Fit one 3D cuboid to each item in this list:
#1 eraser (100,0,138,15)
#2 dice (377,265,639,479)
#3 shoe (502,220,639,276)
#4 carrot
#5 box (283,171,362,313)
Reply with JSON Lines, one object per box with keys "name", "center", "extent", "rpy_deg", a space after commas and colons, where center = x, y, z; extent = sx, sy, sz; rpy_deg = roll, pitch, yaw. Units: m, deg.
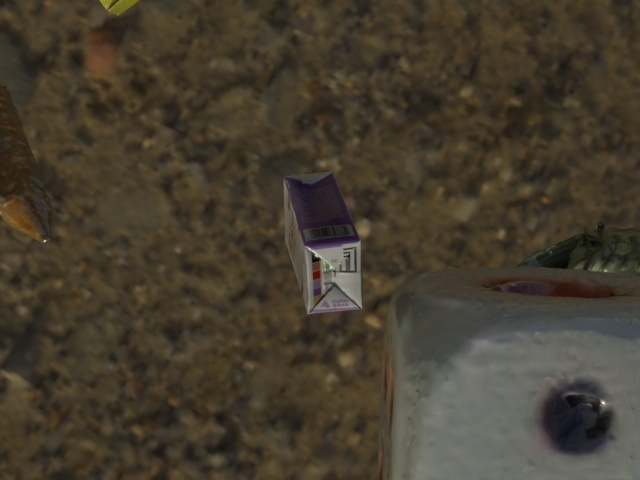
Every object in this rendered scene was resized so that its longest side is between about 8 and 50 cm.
{"name": "eraser", "center": [-0.144, -0.235, 1.115], "extent": [0.097, 0.122, 0.045], "rpy_deg": [-35, 180, 6]}
{"name": "dice", "center": [0.132, 0.118, 0.936], "extent": [0.193, 0.194, 0.191], "rpy_deg": [-114, -153, -84]}
{"name": "shoe", "center": [0.261, 0.028, 1.360], "extent": [0.098, 0.275, 0.103], "rpy_deg": [30, 60, -21]}
{"name": "carrot", "center": [-0.383, -0.089, 1.944], "extent": [0.102, 0.263, 0.102], "rpy_deg": [-23, 146, -17]}
{"name": "box", "center": [0.000, 0.000, 1.000], "extent": [0.036, 0.117, 0.050], "rpy_deg": [-5, 113, -7]}
